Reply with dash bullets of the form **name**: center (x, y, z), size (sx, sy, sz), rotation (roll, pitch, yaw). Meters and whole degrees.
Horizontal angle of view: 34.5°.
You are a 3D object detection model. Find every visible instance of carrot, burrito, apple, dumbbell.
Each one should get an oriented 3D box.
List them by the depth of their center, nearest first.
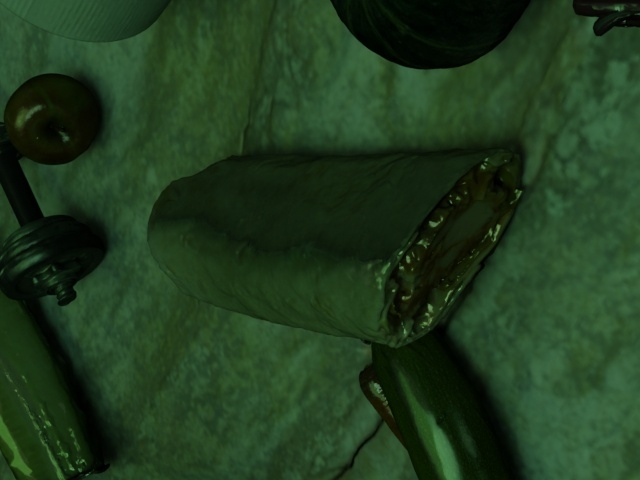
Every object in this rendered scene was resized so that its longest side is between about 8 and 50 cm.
- **burrito**: center (0.002, -0.003, 0.776), size (0.299, 0.105, 0.143), rotation (4, 70, 41)
- **carrot**: center (0.063, 0.140, 0.837), size (0.032, 0.032, 0.093), rotation (-37, 82, 42)
- **apple**: center (-0.258, -0.117, 0.986), size (0.074, 0.089, 0.090), rotation (47, 132, 43)
- **dumbbell**: center (-0.307, -0.049, 1.052), size (0.110, 0.110, 0.255), rotation (-41, 70, 41)

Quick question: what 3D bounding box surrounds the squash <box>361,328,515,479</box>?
- **squash**: center (0.109, 0.178, 0.783), size (0.071, 0.080, 0.319), rotation (-23, 90, 8)

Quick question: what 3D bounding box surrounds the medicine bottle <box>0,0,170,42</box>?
- **medicine bottle**: center (-0.120, -0.309, 0.730), size (0.332, 0.190, 0.190), rotation (-41, 77, 41)

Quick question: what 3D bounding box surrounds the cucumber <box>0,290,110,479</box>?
- **cucumber**: center (-0.349, 0.139, 1.152), size (0.325, 0.105, 0.145), rotation (57, 159, 10)

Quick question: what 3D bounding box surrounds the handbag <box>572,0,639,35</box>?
- **handbag**: center (0.244, -0.123, 0.472), size (0.216, 0.203, 0.074), rotation (13, 105, 37)

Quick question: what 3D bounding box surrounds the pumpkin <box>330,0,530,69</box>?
- **pumpkin**: center (0.067, -0.191, 0.653), size (0.167, 0.125, 0.167), rotation (27, 121, 60)
